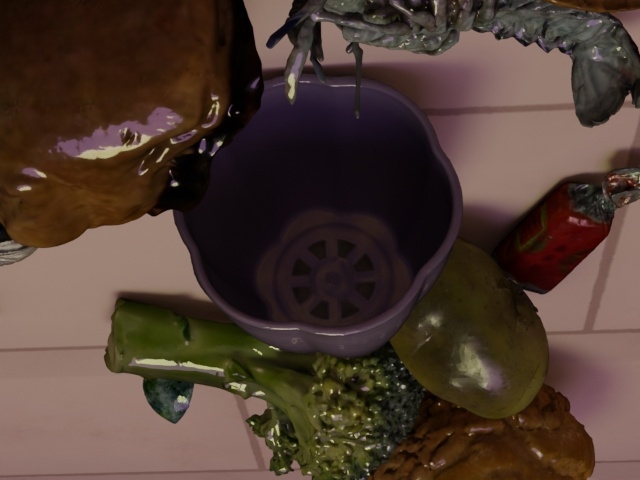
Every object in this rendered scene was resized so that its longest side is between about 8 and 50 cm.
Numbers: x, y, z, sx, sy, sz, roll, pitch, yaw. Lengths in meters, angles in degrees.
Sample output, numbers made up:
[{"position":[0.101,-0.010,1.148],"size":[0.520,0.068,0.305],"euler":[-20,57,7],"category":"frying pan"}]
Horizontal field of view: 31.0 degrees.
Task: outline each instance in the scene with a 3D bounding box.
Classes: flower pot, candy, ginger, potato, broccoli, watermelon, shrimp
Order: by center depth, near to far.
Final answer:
[{"position":[0.090,-0.188,0.922],"size":[0.410,0.166,0.221],"euler":[2,165,-28],"category":"shrimp"},{"position":[-0.193,-0.129,0.954],"size":[0.223,0.200,0.269],"euler":[-7,152,-25],"category":"ginger"},{"position":[0.000,0.000,1.150],"size":[0.265,0.265,0.243],"euler":[-1,161,2],"category":"flower pot"},{"position":[0.265,-0.002,1.301],"size":[0.086,0.059,0.292],"euler":[14,145,-19],"category":"candy"},{"position":[0.158,0.089,1.316],"size":[0.248,0.143,0.169],"euler":[49,119,1],"category":"potato"},{"position":[-0.046,0.160,1.471],"size":[0.353,0.275,0.397],"euler":[-38,114,22],"category":"broccoli"},{"position":[-0.211,0.218,1.688],"size":[0.085,0.085,0.061],"euler":[-6,-172,10],"category":"watermelon"}]

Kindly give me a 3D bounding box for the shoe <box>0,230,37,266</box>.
[{"position":[-0.384,-0.031,1.250],"size":[0.169,0.071,0.099],"euler":[8,145,-6],"category":"shoe"}]

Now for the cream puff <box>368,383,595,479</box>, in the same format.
[{"position":[0.210,0.313,1.639],"size":[0.327,0.231,0.343],"euler":[4,148,-43],"category":"cream puff"}]

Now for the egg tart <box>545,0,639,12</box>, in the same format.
[{"position":[0.165,-0.259,0.760],"size":[0.215,0.215,0.171],"euler":[10,135,-16],"category":"egg tart"}]

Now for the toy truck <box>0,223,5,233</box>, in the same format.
[{"position":[-0.394,-0.098,1.086],"size":[0.127,0.127,0.257],"euler":[-33,135,32],"category":"toy truck"}]
